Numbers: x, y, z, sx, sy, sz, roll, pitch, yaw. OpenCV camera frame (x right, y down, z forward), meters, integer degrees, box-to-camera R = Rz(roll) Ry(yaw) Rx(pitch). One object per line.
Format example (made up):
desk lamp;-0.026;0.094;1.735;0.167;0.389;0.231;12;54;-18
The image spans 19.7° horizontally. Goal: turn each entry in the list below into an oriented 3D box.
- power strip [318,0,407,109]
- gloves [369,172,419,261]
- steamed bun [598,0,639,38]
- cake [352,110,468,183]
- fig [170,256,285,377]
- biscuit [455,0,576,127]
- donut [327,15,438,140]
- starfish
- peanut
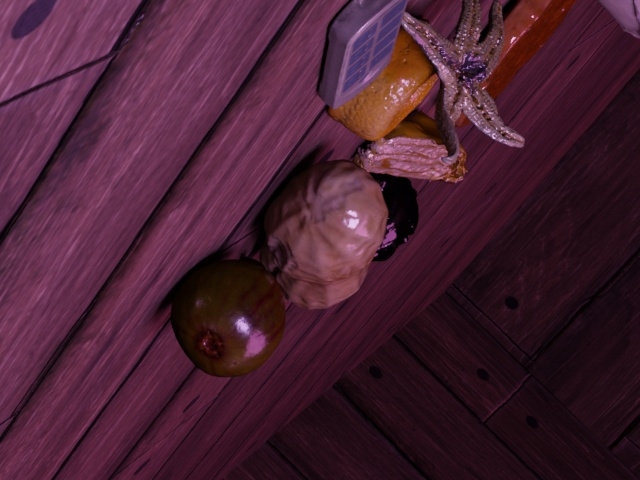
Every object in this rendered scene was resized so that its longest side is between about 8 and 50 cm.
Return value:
power strip;0.038;-0.178;1.680;0.080;0.029;0.227;-44;172;-13
gloves;0.040;-0.009;2.248;0.181;0.106;0.129;-44;175;-36
steamed bun;0.383;-0.357;1.676;0.374;0.241;0.374;-17;139;-15
cake;0.103;-0.130;2.223;0.185;0.116;0.079;5;132;-37
fig;-0.085;0.063;2.000;0.124;0.124;0.236;-49;-177;22
biscuit;0.258;-0.274;2.256;0.334;0.047;0.202;-53;169;28
donut;0.074;-0.160;1.862;0.152;0.058;0.152;-46;174;-6
starfish;0.135;-0.167;1.801;0.050;0.217;0.223;-12;-130;31
peanut;0.000;0.000;2.028;0.130;0.130;0.290;-43;171;-16
